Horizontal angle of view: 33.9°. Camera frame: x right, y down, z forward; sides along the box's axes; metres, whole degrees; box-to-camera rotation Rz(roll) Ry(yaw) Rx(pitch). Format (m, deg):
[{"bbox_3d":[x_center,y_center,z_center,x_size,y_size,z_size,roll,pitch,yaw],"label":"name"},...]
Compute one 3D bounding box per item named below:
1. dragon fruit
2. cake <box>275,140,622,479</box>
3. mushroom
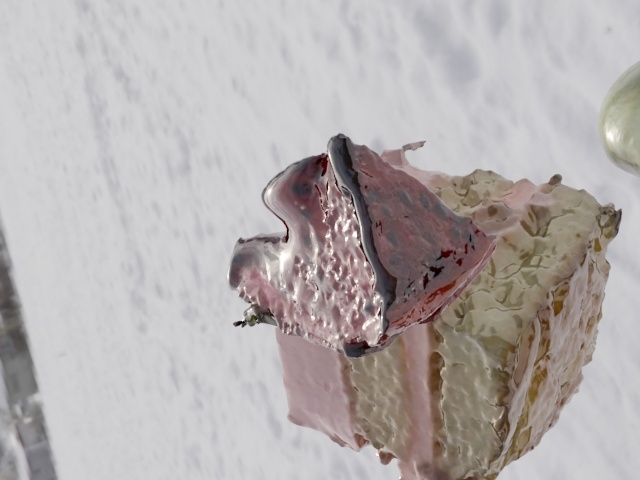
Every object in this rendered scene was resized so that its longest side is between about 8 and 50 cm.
[{"bbox_3d":[-0.006,0.018,0.622,0.122,0.092,0.192,39,154,-28],"label":"dragon fruit"},{"bbox_3d":[0.137,0.094,1.195,0.306,0.314,0.293,17,125,30],"label":"cake"},{"bbox_3d":[0.613,-0.165,1.640,0.352,0.352,0.260,47,143,44],"label":"mushroom"}]
